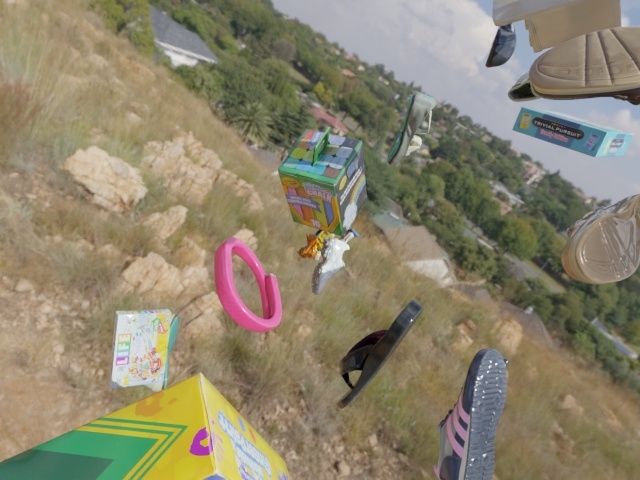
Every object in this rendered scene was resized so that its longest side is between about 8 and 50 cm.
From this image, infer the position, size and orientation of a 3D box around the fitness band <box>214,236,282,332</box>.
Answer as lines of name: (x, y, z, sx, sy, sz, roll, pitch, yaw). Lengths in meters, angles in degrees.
fitness band: (-0.188, 0.114, 1.204, 0.209, 0.054, 0.290, 43, 20, -39)

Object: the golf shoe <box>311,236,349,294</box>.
golf shoe: (0.030, 0.080, 1.321, 0.086, 0.176, 0.069, 15, 12, -19)

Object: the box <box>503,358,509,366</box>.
box: (0.551, 0.409, 1.470, 0.067, 0.083, 0.018, -23, 79, -41)

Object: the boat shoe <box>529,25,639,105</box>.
boat shoe: (0.419, -0.214, 0.580, 0.092, 0.286, 0.102, 53, 35, -54)

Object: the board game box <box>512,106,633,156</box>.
board game box: (0.803, -0.343, 1.456, 0.336, 0.079, 0.254, -12, 35, -45)

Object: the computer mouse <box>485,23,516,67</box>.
computer mouse: (0.502, -0.565, 1.221, 0.060, 0.183, 0.262, 20, 38, 11)

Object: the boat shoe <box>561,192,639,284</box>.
boat shoe: (0.554, 0.003, 0.911, 0.341, 0.110, 0.121, -21, 90, -36)

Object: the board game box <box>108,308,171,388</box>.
board game box: (-0.365, 0.217, 0.935, 0.104, 0.153, 0.026, 3, 11, -35)

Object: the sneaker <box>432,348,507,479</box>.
sneaker: (0.315, 0.387, 1.015, 0.112, 0.318, 0.131, 19, -9, -29)

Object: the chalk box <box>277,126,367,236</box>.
chalk box: (0.008, -0.182, 1.289, 0.179, 0.288, 0.180, 17, 57, 23)

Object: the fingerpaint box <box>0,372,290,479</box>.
fingerpaint box: (-0.269, 0.450, 0.771, 0.444, 0.372, 0.163, 70, -5, -47)

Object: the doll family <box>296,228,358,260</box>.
doll family: (0.000, 0.000, 1.504, 0.118, 0.163, 0.263, 44, -7, -12)

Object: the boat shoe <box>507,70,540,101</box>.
boat shoe: (0.687, -0.475, 1.398, 0.109, 0.094, 0.302, 45, -1, -10)

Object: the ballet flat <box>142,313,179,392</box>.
ballet flat: (-0.401, 0.263, 1.127, 0.086, 0.086, 0.248, 23, 22, -19)

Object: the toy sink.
toy sink: (0.511, -0.518, 0.999, 0.234, 0.152, 0.131, -3, -22, 33)

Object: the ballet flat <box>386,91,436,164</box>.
ballet flat: (0.215, -0.249, 1.085, 0.068, 0.213, 0.072, 16, 54, 0)

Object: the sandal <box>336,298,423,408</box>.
sandal: (0.145, 0.318, 1.333, 0.107, 0.445, 0.168, 38, 33, 17)
